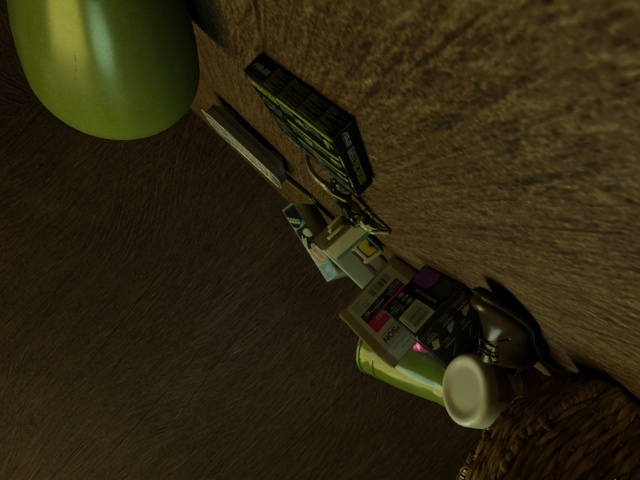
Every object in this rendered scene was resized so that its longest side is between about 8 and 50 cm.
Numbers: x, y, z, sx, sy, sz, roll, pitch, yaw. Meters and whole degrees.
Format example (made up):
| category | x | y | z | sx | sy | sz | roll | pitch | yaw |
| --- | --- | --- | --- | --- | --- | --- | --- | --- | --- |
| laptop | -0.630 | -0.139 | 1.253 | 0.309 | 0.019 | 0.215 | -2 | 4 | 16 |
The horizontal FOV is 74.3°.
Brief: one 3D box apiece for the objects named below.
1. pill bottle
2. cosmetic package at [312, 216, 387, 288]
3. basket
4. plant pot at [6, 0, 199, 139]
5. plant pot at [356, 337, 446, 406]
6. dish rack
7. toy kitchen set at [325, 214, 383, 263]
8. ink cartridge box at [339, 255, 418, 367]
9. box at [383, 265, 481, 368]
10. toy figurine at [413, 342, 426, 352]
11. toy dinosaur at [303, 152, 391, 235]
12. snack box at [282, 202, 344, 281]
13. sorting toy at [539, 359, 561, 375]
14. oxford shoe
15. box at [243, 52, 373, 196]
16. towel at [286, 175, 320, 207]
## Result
| category | x | y | z | sx | sy | sz | roll | pitch | yaw |
| --- | --- | --- | --- | --- | --- | --- | --- | --- | --- |
| pill bottle | 0.366 | 0.299 | 0.813 | 0.229 | 0.131 | 0.131 | 15 | -173 | -19 |
| cosmetic package | 0.130 | 0.068 | 1.474 | 0.296 | 0.129 | 0.153 | 43 | 180 | -21 |
| basket | 0.352 | 0.351 | 0.665 | 0.213 | 0.299 | 0.223 | 43 | 178 | 8 |
| plant pot | -0.298 | -0.317 | 0.582 | 0.275 | 0.274 | 0.293 | 44 | 163 | -12 |
| plant pot | 0.390 | 0.432 | 1.604 | 0.353 | 0.366 | 0.366 | 25 | 166 | 41 |
| dish rack | -0.234 | -0.315 | 1.411 | 0.333 | 0.072 | 0.285 | 43 | 177 | -3 |
| toy kitchen set | 0.116 | 0.002 | 1.118 | 0.166 | 0.122 | 0.207 | 43 | -162 | -14 |
| ink cartridge box | 0.196 | 0.185 | 1.137 | 0.088 | 0.234 | 0.193 | 44 | 177 | -42 |
| box | 0.298 | 0.207 | 0.930 | 0.270 | 0.143 | 0.165 | 43 | 178 | -20 |
| toy figurine | 0.316 | 0.249 | 1.196 | 0.130 | 0.159 | 0.173 | 41 | 178 | 43 |
| toy dinosaur | 0.048 | -0.089 | 0.896 | 0.268 | 0.064 | 0.118 | 47 | -176 | -7 |
| snack box | 0.000 | 0.000 | 1.627 | 0.322 | 0.060 | 0.187 | 57 | -156 | 14 |
| sorting toy | 0.449 | 0.251 | 0.782 | 0.062 | 0.012 | 0.083 | 42 | 179 | -29 |
| oxford shoe | 0.297 | 0.160 | 0.691 | 0.227 | 0.096 | 0.083 | 46 | 178 | -30 |
| box | -0.011 | -0.167 | 0.641 | 0.191 | 0.045 | 0.184 | 43 | 176 | 24 |
| towel | -0.095 | -0.211 | 1.631 | 0.237 | 0.021 | 0.102 | 41 | -177 | 25 |
